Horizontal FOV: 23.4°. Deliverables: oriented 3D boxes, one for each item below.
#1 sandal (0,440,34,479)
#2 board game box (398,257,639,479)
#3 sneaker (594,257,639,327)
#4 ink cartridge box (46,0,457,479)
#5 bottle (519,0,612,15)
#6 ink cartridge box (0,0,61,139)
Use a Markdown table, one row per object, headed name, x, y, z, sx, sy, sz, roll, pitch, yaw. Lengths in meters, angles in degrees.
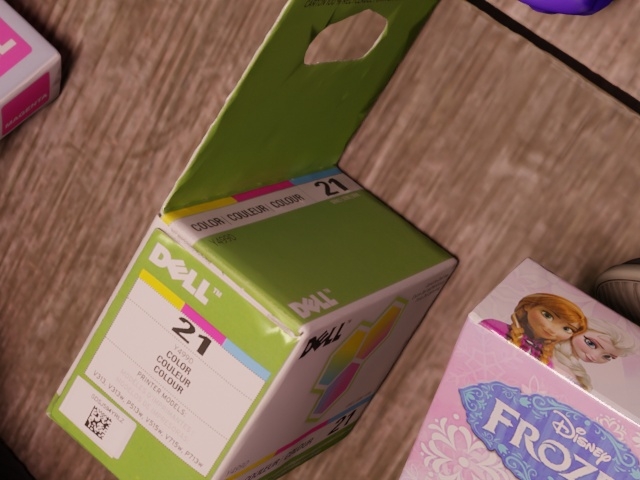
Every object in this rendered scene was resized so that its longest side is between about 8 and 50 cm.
| name | x | y | z | sx | sy | sz | roll | pitch | yaw |
| --- | --- | --- | --- | --- | --- | --- | --- | --- | --- |
| sandal | -0.253 | 0.056 | 0.952 | 0.107 | 0.167 | 0.446 | -40 | 88 | 2 |
| board game box | 0.168 | 0.217 | 0.752 | 0.318 | 0.066 | 0.318 | 32 | 130 | 18 |
| sneaker | 0.240 | 0.034 | 0.729 | 0.222 | 0.118 | 0.083 | 14 | 129 | 53 |
| ink cartridge box | 0.000 | 0.000 | 0.770 | 0.097 | 0.189 | 0.255 | 39 | 114 | 16 |
| bottle | 0.033 | -0.213 | 0.766 | 0.283 | 0.092 | 0.118 | 28 | 106 | 20 |
| ink cartridge box | -0.325 | -0.146 | 0.896 | 0.311 | 0.186 | 0.065 | 42 | 155 | 7 |
